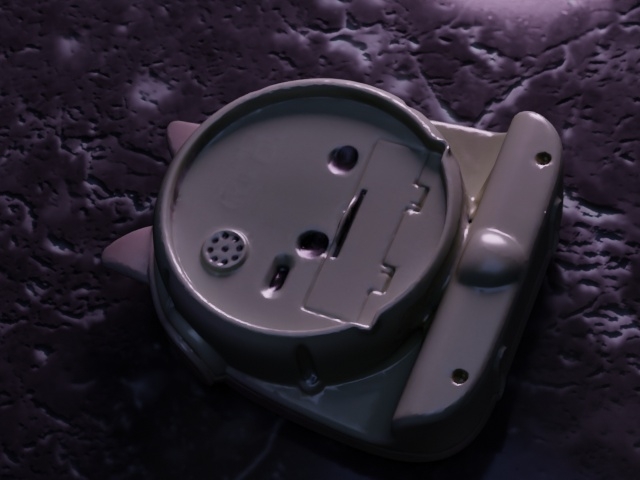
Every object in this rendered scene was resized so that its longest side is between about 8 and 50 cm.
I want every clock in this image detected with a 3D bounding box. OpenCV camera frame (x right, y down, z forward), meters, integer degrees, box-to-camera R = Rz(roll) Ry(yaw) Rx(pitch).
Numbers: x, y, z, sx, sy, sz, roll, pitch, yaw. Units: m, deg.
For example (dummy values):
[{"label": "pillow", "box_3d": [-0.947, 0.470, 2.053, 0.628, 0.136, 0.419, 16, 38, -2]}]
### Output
[{"label": "clock", "box_3d": [0.000, 0.000, 0.981, 0.324, 0.108, 0.265, 16, 66, 16]}]
